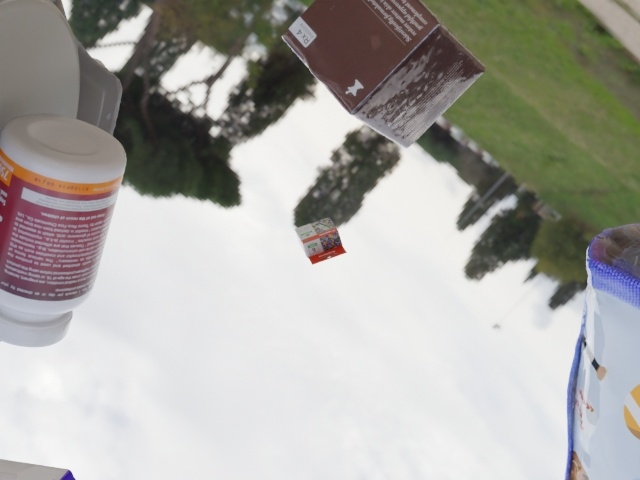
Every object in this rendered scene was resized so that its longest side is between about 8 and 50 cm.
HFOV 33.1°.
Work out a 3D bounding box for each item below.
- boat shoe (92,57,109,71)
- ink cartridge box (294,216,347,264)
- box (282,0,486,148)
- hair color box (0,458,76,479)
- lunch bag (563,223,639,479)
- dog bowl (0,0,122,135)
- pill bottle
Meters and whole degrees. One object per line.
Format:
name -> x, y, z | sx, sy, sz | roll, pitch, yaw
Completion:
boat shoe -> -0.295, -0.180, 1.393 | 0.083, 0.183, 0.065 | 6, -110, -34
ink cartridge box -> 0.000, 0.000, 1.729 | 0.115, 0.063, 0.029 | -121, 12, -69
box -> 0.092, -0.259, 1.490 | 0.168, 0.167, 0.203 | 52, -166, 24
hair color box -> -0.430, 0.316, 1.127 | 0.185, 0.339, 0.110 | -51, -43, -50
lunch bag -> 0.330, 0.160, 0.598 | 0.386, 0.327, 0.239 | 6, -154, 16
dog bowl -> -0.268, -0.066, 0.759 | 0.102, 0.348, 0.349 | 23, -168, 11
pill bottle -> -0.193, -0.004, 0.751 | 0.086, 0.152, 0.086 | 16, -155, -8
